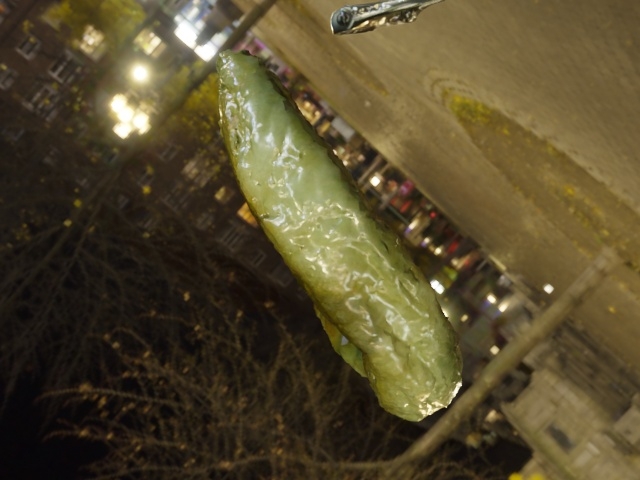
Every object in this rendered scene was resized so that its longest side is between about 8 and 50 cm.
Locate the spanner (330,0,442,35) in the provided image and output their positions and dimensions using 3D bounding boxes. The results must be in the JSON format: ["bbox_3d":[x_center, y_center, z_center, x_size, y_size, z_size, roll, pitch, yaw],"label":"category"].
[{"bbox_3d":[0.130,-0.236,0.769,0.093,0.026,0.325,-17,-172,-42],"label":"spanner"}]

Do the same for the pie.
[{"bbox_3d":[0.000,0.000,0.571,0.277,0.078,0.277,53,178,3],"label":"pie"}]
